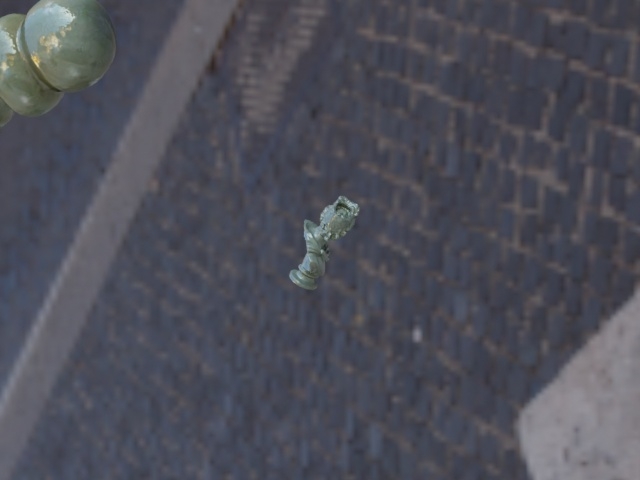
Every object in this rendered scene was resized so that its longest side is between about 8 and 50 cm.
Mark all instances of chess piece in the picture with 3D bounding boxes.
[{"bbox_3d":[-0.309,-0.165,1.861,0.243,0.133,0.133,-23,63,24],"label":"chess piece"}]

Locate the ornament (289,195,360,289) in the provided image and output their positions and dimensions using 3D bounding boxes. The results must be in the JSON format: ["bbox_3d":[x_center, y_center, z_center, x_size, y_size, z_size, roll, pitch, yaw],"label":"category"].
[{"bbox_3d":[-0.002,0.003,1.801,0.092,0.041,0.068,-47,28,48],"label":"ornament"}]
